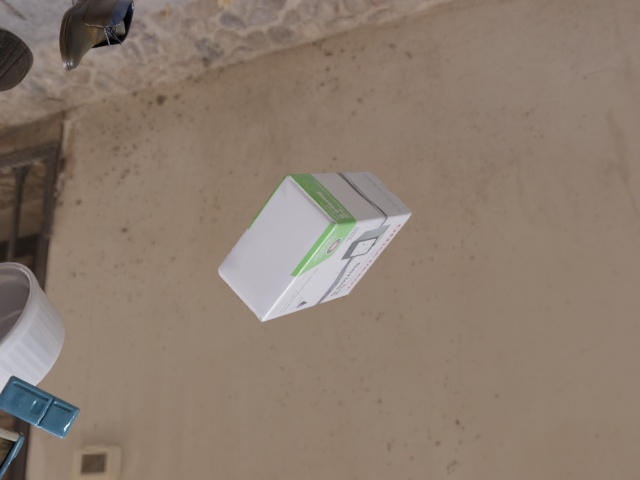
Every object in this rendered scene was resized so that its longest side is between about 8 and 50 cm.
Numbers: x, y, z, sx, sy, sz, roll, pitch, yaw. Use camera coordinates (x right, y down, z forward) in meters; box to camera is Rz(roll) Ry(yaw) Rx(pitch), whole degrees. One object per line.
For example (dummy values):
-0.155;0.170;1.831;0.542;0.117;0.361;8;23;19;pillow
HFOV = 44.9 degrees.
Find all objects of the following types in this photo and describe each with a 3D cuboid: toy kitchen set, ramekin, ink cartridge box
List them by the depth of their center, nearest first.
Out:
-0.459;0.322;1.153;0.122;0.207;0.166;31;162;-16;toy kitchen set
0.000;0.000;1.217;0.198;0.115;0.273;-53;160;23;ink cartridge box
-0.622;0.187;1.457;0.277;0.277;0.135;-12;133;18;ramekin

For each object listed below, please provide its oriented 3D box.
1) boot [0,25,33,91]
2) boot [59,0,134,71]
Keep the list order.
-0.750;-0.435;1.476;0.138;0.284;0.377;-51;166;10;boot
-0.413;-0.391;1.430;0.106;0.219;0.082;2;142;-3;boot
